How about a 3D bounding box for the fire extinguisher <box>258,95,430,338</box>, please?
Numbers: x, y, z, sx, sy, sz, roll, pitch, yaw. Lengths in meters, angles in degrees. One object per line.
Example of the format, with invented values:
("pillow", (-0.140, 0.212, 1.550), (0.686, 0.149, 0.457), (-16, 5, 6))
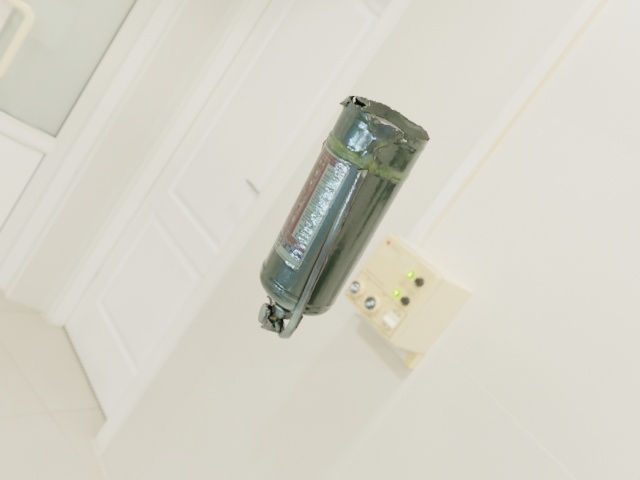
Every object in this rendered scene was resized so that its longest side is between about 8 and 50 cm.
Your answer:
("fire extinguisher", (0.000, 0.000, 0.662), (0.093, 0.294, 0.118), (20, 23, -21))
